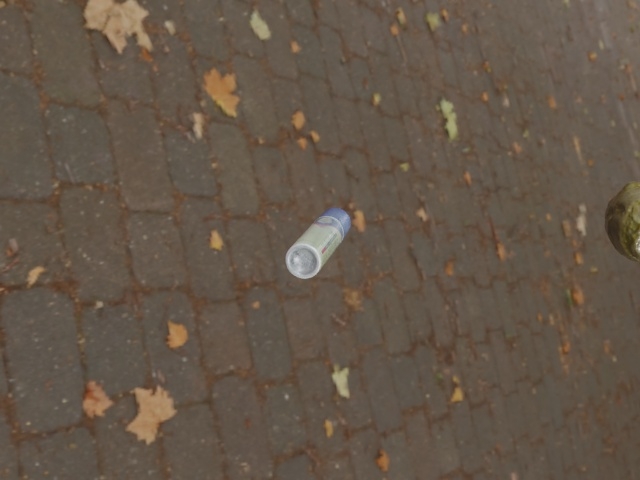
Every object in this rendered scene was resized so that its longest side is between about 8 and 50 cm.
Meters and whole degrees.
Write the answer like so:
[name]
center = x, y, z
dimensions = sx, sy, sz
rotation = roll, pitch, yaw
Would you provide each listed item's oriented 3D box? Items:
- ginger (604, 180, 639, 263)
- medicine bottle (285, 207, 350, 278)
[ginger]
center = 0.474, -0.024, 1.235
dimensions = 0.109, 0.116, 0.263
rotation = -61, 162, 9
[medicine bottle]
center = 0.000, 0.000, 1.402
dimensions = 0.231, 0.059, 0.059
rotation = -51, 122, -68
